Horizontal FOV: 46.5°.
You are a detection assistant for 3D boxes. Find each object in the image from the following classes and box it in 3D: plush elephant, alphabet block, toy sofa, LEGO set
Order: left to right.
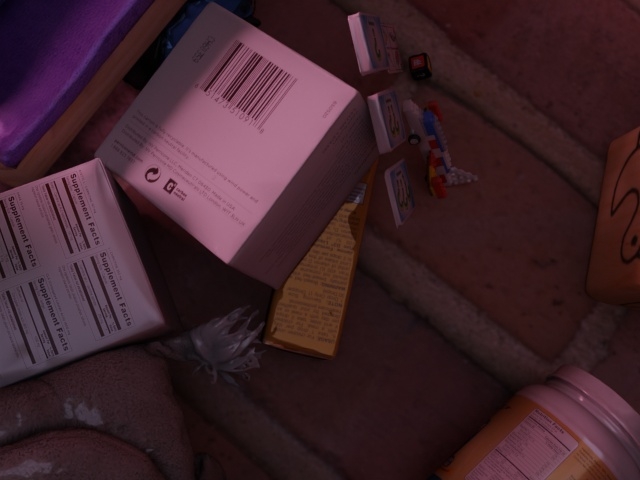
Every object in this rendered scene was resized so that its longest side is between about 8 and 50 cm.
[{"bbox_3d":[-0.216,-0.225,0.626,0.150,0.177,0.362,41,91,20],"label":"toy sofa"},{"bbox_3d":[-0.160,0.229,0.603,0.330,0.272,0.255,-21,80,-11],"label":"plush elephant"},{"bbox_3d":[0.097,-0.127,0.718,0.060,0.244,0.182,-10,100,19],"label":"LEGO set"},{"bbox_3d":[0.405,-0.018,0.735,0.194,0.197,0.192,15,80,-3],"label":"alphabet block"}]

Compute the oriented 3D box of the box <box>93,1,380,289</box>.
[{"bbox_3d":[-0.069,-0.084,0.680,0.181,0.119,0.182,36,90,23],"label":"box"}]

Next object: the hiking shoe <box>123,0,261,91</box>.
[{"bbox_3d":[-0.109,-0.276,0.778,0.132,0.113,0.304,31,90,-8],"label":"hiking shoe"}]

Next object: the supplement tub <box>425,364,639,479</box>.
[{"bbox_3d":[0.205,0.229,0.704,0.200,0.144,0.144,-41,87,-10],"label":"supplement tub"}]

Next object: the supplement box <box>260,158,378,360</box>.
[{"bbox_3d":[0.000,0.000,0.753,0.080,0.078,0.233,11,80,-4],"label":"supplement box"}]

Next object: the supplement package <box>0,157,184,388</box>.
[{"bbox_3d":[-0.248,0.049,0.661,0.203,0.194,0.149,-21,83,-9],"label":"supplement package"}]
